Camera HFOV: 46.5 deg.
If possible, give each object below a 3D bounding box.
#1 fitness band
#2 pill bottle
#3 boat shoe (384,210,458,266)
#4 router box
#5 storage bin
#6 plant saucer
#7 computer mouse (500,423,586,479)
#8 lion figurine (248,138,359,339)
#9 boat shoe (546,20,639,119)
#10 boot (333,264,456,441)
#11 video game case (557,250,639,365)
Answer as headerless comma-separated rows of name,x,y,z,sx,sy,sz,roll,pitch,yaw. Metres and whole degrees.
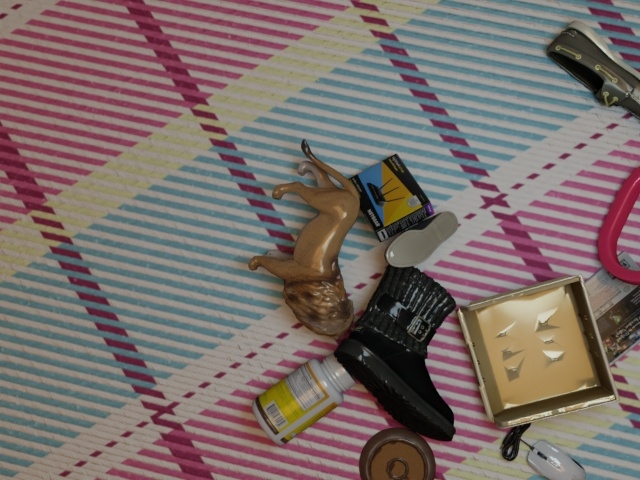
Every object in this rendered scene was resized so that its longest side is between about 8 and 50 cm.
fitness band,0.703,-0.041,1.554,0.054,0.209,0.291,28,88,-35
pill bottle,-0.033,0.335,1.604,0.215,0.117,0.117,-35,84,1
boat shoe,0.208,0.002,1.601,0.206,0.065,0.075,-31,99,-29
router box,0.148,-0.095,1.614,0.133,0.046,0.179,-28,48,1
storage bin,0.447,0.230,1.566,0.260,0.123,0.262,-16,87,7
plant saucer,0.168,0.495,1.624,0.168,0.029,0.168,0,85,4
computer mouse,0.488,0.467,1.598,0.193,0.042,0.106,33,87,6
lion figurine,0.000,0.000,1.595,0.240,0.142,0.392,21,102,22
boat shoe,0.627,-0.345,1.620,0.091,0.109,0.305,-43,78,0
boot,0.215,0.238,1.592,0.348,0.131,0.260,47,62,-19
video game case,0.645,0.148,1.622,0.190,0.022,0.173,-38,84,-1
